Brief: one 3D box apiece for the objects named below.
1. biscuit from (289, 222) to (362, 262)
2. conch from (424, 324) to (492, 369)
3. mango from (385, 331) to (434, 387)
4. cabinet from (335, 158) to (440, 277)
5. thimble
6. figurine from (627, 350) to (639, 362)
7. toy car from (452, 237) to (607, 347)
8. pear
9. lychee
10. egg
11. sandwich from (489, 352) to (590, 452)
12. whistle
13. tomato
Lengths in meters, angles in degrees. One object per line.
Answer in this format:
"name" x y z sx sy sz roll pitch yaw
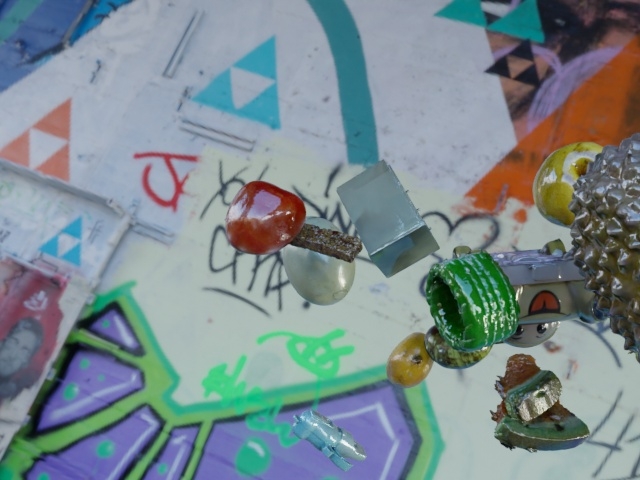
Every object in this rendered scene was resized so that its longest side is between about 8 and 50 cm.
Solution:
"biscuit" 0.000 0.000 1.489 0.199 0.064 0.035 16 -46 31
"conch" 0.373 0.280 1.773 0.187 0.124 0.181 -3 -8 -11
"mango" 0.269 0.355 1.975 0.119 0.177 0.317 33 1 8
"cabinet" 0.159 -0.053 1.558 0.145 0.150 0.206 46 16 -57
"thimble" 0.204 0.081 0.903 0.090 0.130 0.118 -14 4 -16
"figurine" 0.734 0.194 1.417 0.156 0.247 0.131 -22 -41 31
"toy car" 0.384 0.117 1.267 0.241 0.227 0.336 -4 3 2
"pear" 0.604 -0.122 1.563 0.208 0.209 0.209 23 -13 5
"lychee" 0.528 0.025 0.851 0.432 0.381 0.380 28 -12 6
"egg" -0.005 0.052 1.745 0.186 0.253 0.187 -19 -23 -8
"sandwich" 0.575 0.407 1.762 0.250 0.162 0.301 10 33 -8
"whistle" 0.026 0.580 1.963 0.274 0.093 0.186 35 11 -22
"tomato" -0.119 -0.051 1.434 0.166 0.174 0.082 25 -22 -3
